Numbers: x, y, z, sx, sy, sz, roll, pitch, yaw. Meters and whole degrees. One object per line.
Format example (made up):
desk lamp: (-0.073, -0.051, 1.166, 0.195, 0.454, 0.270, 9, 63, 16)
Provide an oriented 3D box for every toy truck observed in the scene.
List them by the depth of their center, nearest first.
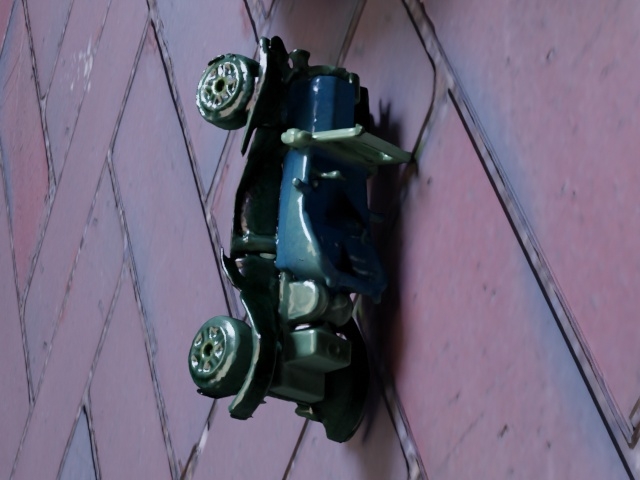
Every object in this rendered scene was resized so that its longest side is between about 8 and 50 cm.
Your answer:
toy truck: (0.000, -0.001, 0.779, 0.078, 0.080, 0.154, -14, 66, 40)
